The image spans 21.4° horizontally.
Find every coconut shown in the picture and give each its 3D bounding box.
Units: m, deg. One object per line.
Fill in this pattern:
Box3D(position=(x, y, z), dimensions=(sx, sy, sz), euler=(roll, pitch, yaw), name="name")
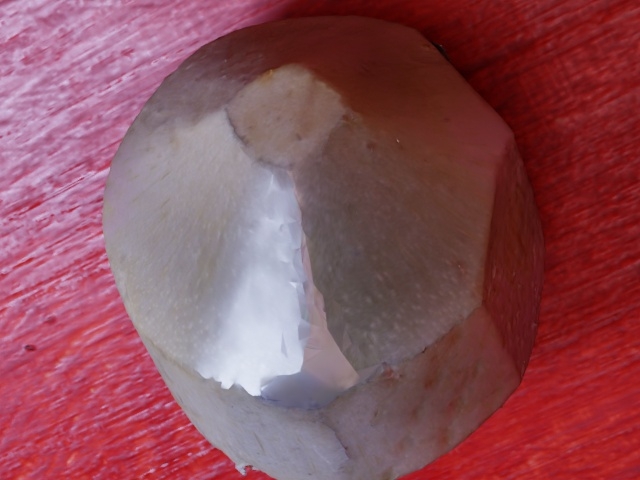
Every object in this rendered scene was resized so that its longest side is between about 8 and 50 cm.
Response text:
Box3D(position=(0.000, 0.000, 1.256), dimensions=(0.352, 0.352, 0.353), euler=(4, 113, 10), name="coconut")
